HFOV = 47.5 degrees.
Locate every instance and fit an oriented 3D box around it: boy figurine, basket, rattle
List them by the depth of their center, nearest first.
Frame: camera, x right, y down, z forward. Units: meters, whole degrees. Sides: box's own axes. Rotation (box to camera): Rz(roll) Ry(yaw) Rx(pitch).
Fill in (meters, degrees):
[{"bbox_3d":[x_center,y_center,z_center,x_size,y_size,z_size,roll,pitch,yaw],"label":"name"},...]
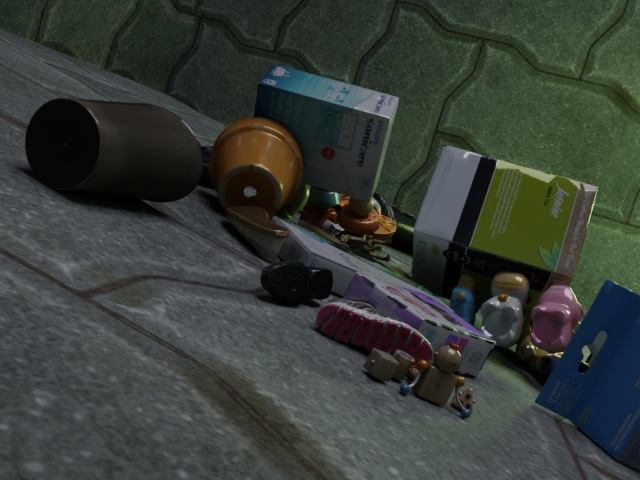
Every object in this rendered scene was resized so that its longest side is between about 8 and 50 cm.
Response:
[{"bbox_3d":[-0.319,-0.140,1.100,0.204,0.154,0.227,28,12,16],"label":"basket"},{"bbox_3d":[0.474,0.238,1.461,0.177,0.092,0.285,22,12,-8],"label":"boy figurine"},{"bbox_3d":[-0.088,-0.161,1.724,0.143,0.199,0.130,28,3,-36],"label":"rattle"}]

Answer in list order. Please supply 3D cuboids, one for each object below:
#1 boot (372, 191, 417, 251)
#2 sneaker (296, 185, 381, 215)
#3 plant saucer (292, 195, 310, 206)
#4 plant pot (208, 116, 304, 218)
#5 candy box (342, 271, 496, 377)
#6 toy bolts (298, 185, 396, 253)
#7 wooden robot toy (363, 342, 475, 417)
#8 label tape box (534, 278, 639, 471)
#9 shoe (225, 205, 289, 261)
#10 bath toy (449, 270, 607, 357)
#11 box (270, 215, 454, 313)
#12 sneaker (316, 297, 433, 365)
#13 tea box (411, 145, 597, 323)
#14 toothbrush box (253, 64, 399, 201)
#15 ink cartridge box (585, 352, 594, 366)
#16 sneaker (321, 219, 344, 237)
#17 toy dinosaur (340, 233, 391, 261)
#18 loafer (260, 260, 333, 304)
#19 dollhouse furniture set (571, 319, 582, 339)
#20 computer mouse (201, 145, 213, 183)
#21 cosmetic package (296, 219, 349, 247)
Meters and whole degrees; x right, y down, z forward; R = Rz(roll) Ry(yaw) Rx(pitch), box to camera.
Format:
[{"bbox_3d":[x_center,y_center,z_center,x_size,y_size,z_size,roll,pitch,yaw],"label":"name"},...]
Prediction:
[{"bbox_3d":[0.251,-0.026,2.281,0.445,0.146,0.367,27,9,-36],"label":"boot"},{"bbox_3d":[0.006,-0.121,1.993,0.321,0.124,0.180,27,23,16],"label":"sneaker"},{"bbox_3d":[-0.121,-0.159,2.216,0.241,0.037,0.241,27,9,-5],"label":"plant saucer"},{"bbox_3d":[-0.137,-0.131,1.510,0.205,0.205,0.188,25,23,-12],"label":"plant pot"},{"bbox_3d":[0.152,0.133,1.146,0.196,0.070,0.165,20,11,-43],"label":"candy box"},{"bbox_3d":[0.075,-0.089,1.768,0.228,0.158,0.218,29,36,29],"label":"toy bolts"},{"bbox_3d":[0.143,0.159,0.927,0.173,0.079,0.076,25,9,-17],"label":"wooden robot toy"},{"bbox_3d":[0.545,0.244,1.119,0.334,0.240,0.106,26,10,-2],"label":"label tape box"},{"bbox_3d":[-0.121,-0.018,1.313,0.076,0.058,0.219,0,16,-25],"label":"shoe"},{"bbox_3d":[0.424,0.145,1.362,0.348,0.151,0.129,10,-4,33],"label":"bath toy"},{"bbox_3d":[0.068,0.062,1.367,0.322,0.058,0.232,25,8,-26],"label":"box"},{"bbox_3d":[0.076,0.121,1.003,0.170,0.063,0.075,22,15,-4],"label":"sneaker"},{"bbox_3d":[0.381,0.004,1.574,0.323,0.220,0.329,18,-21,13],"label":"tea box"},{"bbox_3d":[0.004,-0.239,1.619,0.295,0.216,0.126,17,36,5],"label":"toothbrush box"},{"bbox_3d":[0.788,0.341,1.816,0.235,0.088,0.193,29,10,19],"label":"ink cartridge box"},{"bbox_3d":[0.049,-0.022,1.850,0.152,0.053,0.061,34,13,37],"label":"sneaker"},{"bbox_3d":[0.102,0.016,1.535,0.093,0.053,0.183,5,-20,27],"label":"toy dinosaur"},{"bbox_3d":[-0.045,0.061,1.062,0.061,0.062,0.170,6,-6,28],"label":"loafer"},{"bbox_3d":[0.583,0.201,2.022,0.212,0.161,0.242,18,34,-46],"label":"dollhouse furniture set"},{"bbox_3d":[-0.287,-0.175,1.712,0.188,0.072,0.272,35,24,34],"label":"computer mouse"},{"bbox_3d":[0.000,0.000,1.594,0.115,0.041,0.060,32,9,30],"label":"cosmetic package"}]
